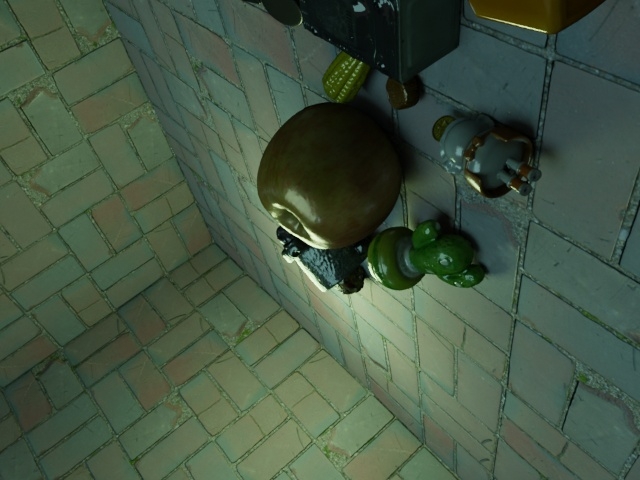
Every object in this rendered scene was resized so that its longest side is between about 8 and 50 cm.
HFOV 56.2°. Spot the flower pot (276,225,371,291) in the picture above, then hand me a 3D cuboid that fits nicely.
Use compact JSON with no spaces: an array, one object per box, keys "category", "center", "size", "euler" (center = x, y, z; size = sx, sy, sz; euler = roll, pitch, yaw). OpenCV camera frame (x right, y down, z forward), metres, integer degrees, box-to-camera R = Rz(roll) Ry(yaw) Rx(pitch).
[{"category":"flower pot","center":[0.000,0.000,2.014],"size":[0.283,0.299,0.299],"euler":[50,161,-4]}]

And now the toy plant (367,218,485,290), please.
[{"category":"toy plant","center":[0.290,0.039,1.651],"size":[0.316,0.184,0.224],"euler":[-6,125,50]}]

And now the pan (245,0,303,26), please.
[{"category":"pan","center":[-0.132,-0.612,1.548],"size":[0.235,0.028,0.136],"euler":[22,162,32]}]

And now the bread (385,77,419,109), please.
[{"category":"bread","center":[0.189,-0.337,1.346],"size":[0.085,0.053,0.085],"euler":[49,153,36]}]

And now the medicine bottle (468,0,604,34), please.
[{"category":"medicine bottle","center":[0.290,-0.392,0.863],"size":[0.222,0.149,0.112],"euler":[36,154,42]}]

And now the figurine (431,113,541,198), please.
[{"category":"figurine","center":[0.318,-0.178,1.200],"size":[0.271,0.143,0.143],"euler":[41,157,29]}]

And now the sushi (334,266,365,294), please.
[{"category":"sushi","center":[0.077,0.108,2.284],"size":[0.212,0.147,0.115],"euler":[37,156,-6]}]

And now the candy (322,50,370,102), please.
[{"category":"candy","center":[0.074,-0.410,1.417],"size":[0.094,0.106,0.199],"euler":[36,156,-4]}]

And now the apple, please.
[{"category":"apple","center":[0.021,-0.163,1.602],"size":[0.391,0.346,0.391],"euler":[40,159,19]}]

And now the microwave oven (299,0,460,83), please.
[{"category":"microwave oven","center":[0.097,-0.467,1.137],"size":[0.295,0.181,0.237],"euler":[40,156,32]}]
